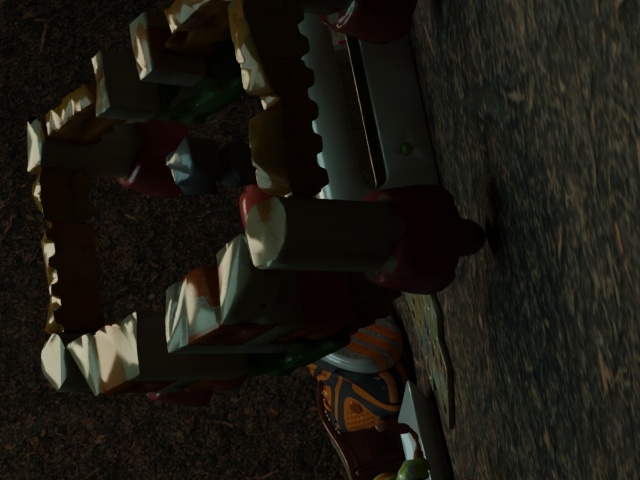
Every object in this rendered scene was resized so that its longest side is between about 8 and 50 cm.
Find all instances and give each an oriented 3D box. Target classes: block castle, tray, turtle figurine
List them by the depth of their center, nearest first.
[{"bbox_3d":[-0.067,-0.040,1.338,0.453,0.213,0.303,-30,63,51],"label":"block castle"},{"bbox_3d":[0.098,0.284,1.425,0.217,0.087,0.269,54,168,30],"label":"turtle figurine"},{"bbox_3d":[0.130,0.267,1.943,0.270,0.030,0.145,89,168,-73],"label":"tray"}]

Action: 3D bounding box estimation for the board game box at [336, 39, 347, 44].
[{"bbox_3d":[0.034,-0.201,1.904,0.133,0.033,0.168,-107,6,-63],"label":"board game box"}]

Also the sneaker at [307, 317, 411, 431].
[{"bbox_3d":[-0.007,0.165,2.134,0.321,0.124,0.180,25,144,40],"label":"sneaker"}]

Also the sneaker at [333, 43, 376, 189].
[{"bbox_3d":[0.020,-0.132,1.768,0.153,0.099,0.282,-111,6,-47],"label":"sneaker"}]

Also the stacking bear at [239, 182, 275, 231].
[{"bbox_3d":[0.000,0.000,2.243,0.289,0.175,0.164,-145,45,-75],"label":"stacking bear"}]

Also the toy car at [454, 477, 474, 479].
[{"bbox_3d":[0.147,0.247,1.454,0.060,0.040,0.122,58,170,13],"label":"toy car"}]

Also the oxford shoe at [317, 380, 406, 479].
[{"bbox_3d":[0.074,0.297,2.263,0.130,0.123,0.348,74,-178,-46],"label":"oxford shoe"}]

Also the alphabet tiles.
[{"bbox_3d":[0.115,0.080,1.723,0.198,0.009,0.237,83,175,-51],"label":"alphabet tiles"}]

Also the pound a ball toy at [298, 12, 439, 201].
[{"bbox_3d":[0.021,-0.116,1.515,0.208,0.136,0.319,136,122,-86],"label":"pound a ball toy"}]
